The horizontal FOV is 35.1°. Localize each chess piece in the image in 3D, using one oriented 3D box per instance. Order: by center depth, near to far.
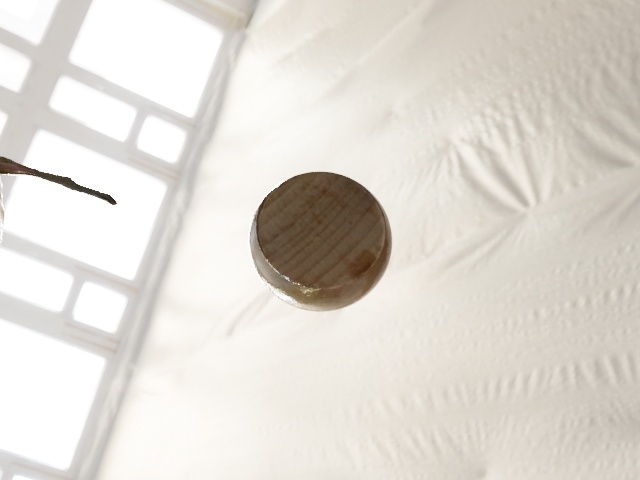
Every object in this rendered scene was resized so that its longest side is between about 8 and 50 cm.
[{"bbox_3d":[0.000,0.000,0.585,0.038,0.083,0.084,100,2,-63],"label":"chess piece"}]

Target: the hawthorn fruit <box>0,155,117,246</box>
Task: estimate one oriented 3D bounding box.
[{"bbox_3d":[-0.221,-0.024,0.518,0.203,0.163,0.163,-28,-152,3],"label":"hawthorn fruit"}]
